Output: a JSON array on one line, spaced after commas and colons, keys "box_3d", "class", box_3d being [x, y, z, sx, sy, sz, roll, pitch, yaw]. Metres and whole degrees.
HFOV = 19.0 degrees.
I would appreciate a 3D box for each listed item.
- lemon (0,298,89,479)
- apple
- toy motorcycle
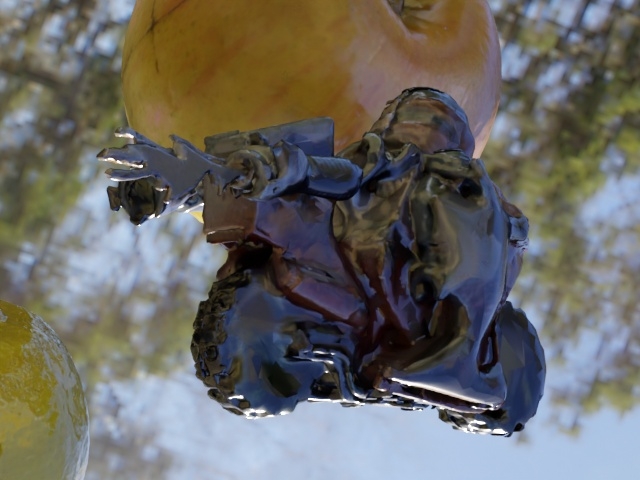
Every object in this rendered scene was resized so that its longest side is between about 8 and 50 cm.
[{"box_3d": [-0.409, 0.216, 2.060, 0.348, 0.348, 0.348, -56, -157, 38], "class": "lemon"}, {"box_3d": [-0.005, -0.128, 1.379, 0.233, 0.286, 0.286, -39, -147, 34], "class": "apple"}, {"box_3d": [0.000, 0.000, 1.064, 0.134, 0.401, 0.207, -3, -98, 44], "class": "toy motorcycle"}]
